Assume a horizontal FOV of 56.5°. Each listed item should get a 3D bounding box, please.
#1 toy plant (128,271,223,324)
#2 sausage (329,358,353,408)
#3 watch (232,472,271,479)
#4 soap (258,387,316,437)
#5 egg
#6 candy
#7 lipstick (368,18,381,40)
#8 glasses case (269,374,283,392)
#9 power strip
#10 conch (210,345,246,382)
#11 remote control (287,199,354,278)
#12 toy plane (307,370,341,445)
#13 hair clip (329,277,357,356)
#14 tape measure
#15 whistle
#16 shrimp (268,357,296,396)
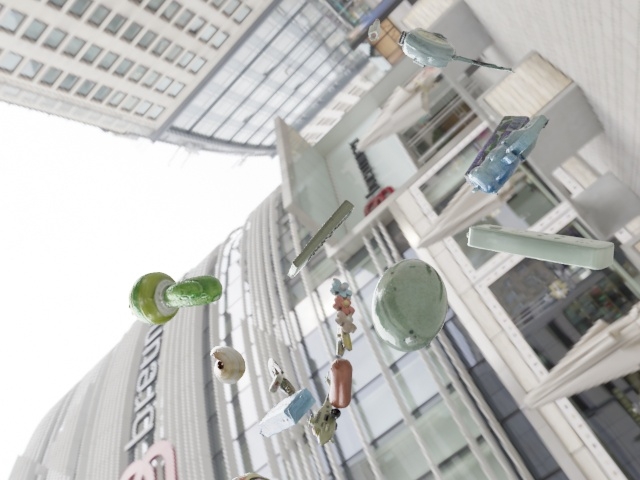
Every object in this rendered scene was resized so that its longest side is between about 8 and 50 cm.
[{"bbox_3d":[-0.469,0.185,1.998,0.224,0.316,0.184,16,-111,-60],"label":"toy plant"},{"bbox_3d":[0.069,0.484,2.012,0.077,0.193,0.077,1,-160,0],"label":"sausage"},{"bbox_3d":[-0.183,0.824,1.762,0.249,0.217,0.211,24,-167,0],"label":"watch"},{"bbox_3d":[-0.136,0.682,2.347,0.077,0.293,0.156,50,-133,1],"label":"soap"},{"bbox_3d":[0.201,0.142,1.344,0.169,0.169,0.236,42,-136,-18],"label":"egg"},{"bbox_3d":[0.572,-0.290,1.915,0.088,0.312,0.061,16,146,41],"label":"candy"},{"bbox_3d":[0.179,-0.688,1.924,0.030,0.030,0.129,61,-151,-34],"label":"lipstick"},{"bbox_3d":[-0.179,0.577,2.396,0.032,0.083,0.021,24,-169,-19],"label":"glasses case"},{"bbox_3d":[0.545,0.009,1.533,0.091,0.062,0.385,-11,-164,-42],"label":"power strip"},{"bbox_3d":[-0.357,0.484,2.333,0.255,0.127,0.158,127,130,-75],"label":"conch"},{"bbox_3d":[0.000,0.000,1.809,0.038,0.285,0.123,38,156,5],"label":"remote control"},{"bbox_3d":[0.021,0.591,2.079,0.108,0.092,0.286,13,-141,6],"label":"toy plane"},{"bbox_3d":[0.050,0.157,1.324,0.062,0.056,0.213,23,-137,-25],"label":"hair clip"},{"bbox_3d":[0.370,-0.501,1.664,0.330,0.084,0.164,37,-138,23],"label":"tape measure"},{"bbox_3d":[0.493,-0.226,1.566,0.093,0.269,0.180,39,-179,-4],"label":"whistle"},{"bbox_3d":[-0.168,0.599,2.572,0.251,0.052,0.143,28,138,49],"label":"shrimp"}]
